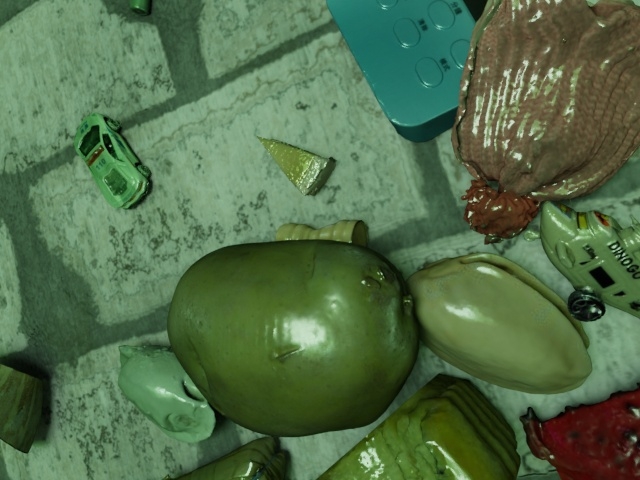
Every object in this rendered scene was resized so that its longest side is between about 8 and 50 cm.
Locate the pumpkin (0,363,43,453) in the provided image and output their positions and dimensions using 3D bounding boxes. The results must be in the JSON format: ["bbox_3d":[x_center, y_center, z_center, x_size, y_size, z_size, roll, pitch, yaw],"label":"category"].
[{"bbox_3d":[-0.574,0.273,0.848,0.218,0.217,0.110,25,60,18],"label":"pumpkin"}]

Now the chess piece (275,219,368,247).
[{"bbox_3d":[0.000,0.000,0.671,0.122,0.066,0.066,5,92,26],"label":"chess piece"}]

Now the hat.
[{"bbox_3d":[0.248,-0.127,0.538,0.237,0.107,0.286,19,114,1],"label":"hat"}]

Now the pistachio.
[{"bbox_3d":[0.205,0.094,0.563,0.223,0.126,0.152,22,119,12],"label":"pistachio"}]

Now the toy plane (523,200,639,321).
[{"bbox_3d":[0.343,0.060,0.514,0.286,0.092,0.108,48,132,-4],"label":"toy plane"}]

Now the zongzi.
[{"bbox_3d":[-0.115,0.440,0.690,0.228,0.115,0.256,-30,86,13],"label":"zongzi"}]

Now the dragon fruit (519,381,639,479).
[{"bbox_3d":[0.419,0.256,0.464,0.344,0.100,0.282,-36,93,30],"label":"dragon fruit"}]

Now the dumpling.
[{"bbox_3d":[-0.234,0.230,0.745,0.219,0.152,0.108,27,57,29],"label":"dumpling"}]

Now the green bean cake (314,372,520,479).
[{"bbox_3d":[0.099,0.271,0.545,0.236,0.233,0.124,-46,70,14],"label":"green bean cake"}]

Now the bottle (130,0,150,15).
[{"bbox_3d":[-0.300,-0.424,0.794,0.031,0.030,0.083,6,91,20],"label":"bottle"}]

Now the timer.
[{"bbox_3d":[0.161,-0.278,0.595,0.250,0.091,0.231,-29,80,14],"label":"timer"}]

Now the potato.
[{"bbox_3d":[-0.038,0.117,0.586,0.327,0.221,0.242,1,106,30],"label":"potato"}]

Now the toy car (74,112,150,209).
[{"bbox_3d":[-0.364,-0.136,0.805,0.093,0.058,0.186,-40,78,18],"label":"toy car"}]

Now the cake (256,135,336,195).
[{"bbox_3d":[-0.046,-0.114,0.689,0.121,0.052,0.065,27,102,17],"label":"cake"}]
